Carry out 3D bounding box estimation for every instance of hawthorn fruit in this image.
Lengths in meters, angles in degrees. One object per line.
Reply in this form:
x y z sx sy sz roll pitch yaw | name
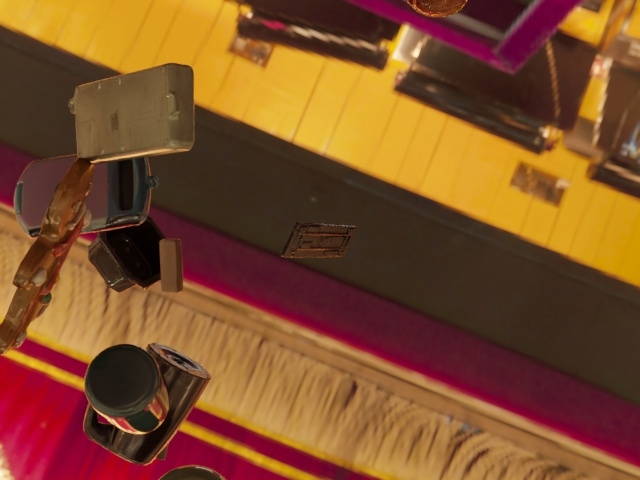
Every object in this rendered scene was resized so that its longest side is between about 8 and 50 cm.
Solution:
0.165 -0.333 1.422 0.093 0.081 0.081 14 175 -34 | hawthorn fruit

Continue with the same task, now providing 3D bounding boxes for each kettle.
-0.359 0.335 2.172 0.202 0.232 0.144 29 -179 -26 | kettle

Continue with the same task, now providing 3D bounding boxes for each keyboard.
0.000 0.000 1.758 0.013 0.061 0.204 32 -166 26 | keyboard

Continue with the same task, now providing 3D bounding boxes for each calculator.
-0.453 -0.092 2.066 0.293 0.173 0.051 -8 157 7 | calculator

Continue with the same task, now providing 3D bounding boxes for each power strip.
-0.267 -0.175 1.502 0.046 0.118 0.270 -3 180 -44 | power strip

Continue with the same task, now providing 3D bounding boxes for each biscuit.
-0.401 0.023 1.594 0.047 0.340 0.216 27 -153 -6 | biscuit

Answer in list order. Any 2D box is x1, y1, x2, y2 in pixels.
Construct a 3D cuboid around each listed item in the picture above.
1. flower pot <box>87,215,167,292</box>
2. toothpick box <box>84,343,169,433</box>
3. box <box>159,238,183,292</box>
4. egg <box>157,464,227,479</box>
-0.431 0.034 2.401 0.179 0.084 0.251 55 -159 0 | flower pot
-0.309 0.250 1.740 0.120 0.120 0.184 20 158 10 | toothpick box
-0.316 0.054 2.266 0.048 0.115 0.025 1 -174 28 | box
-0.249 0.621 2.051 0.229 0.371 0.230 -1 163 0 | egg
